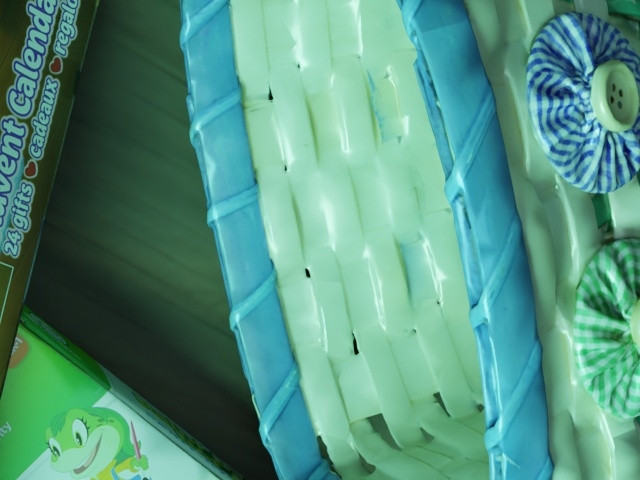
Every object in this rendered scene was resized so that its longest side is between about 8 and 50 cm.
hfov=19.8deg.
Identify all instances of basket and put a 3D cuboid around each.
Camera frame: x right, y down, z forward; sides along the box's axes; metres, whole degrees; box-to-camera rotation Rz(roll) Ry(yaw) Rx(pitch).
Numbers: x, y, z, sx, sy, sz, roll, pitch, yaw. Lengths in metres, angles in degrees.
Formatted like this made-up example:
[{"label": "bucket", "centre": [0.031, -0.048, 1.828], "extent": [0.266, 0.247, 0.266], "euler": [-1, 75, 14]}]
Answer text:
[{"label": "basket", "centre": [0.000, 0.000, 0.622], "extent": [0.289, 0.201, 0.254], "euler": [-18, 100, -20]}]

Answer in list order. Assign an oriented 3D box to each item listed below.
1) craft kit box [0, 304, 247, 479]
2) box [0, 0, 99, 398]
[{"label": "craft kit box", "centre": [-0.111, 0.188, 0.720], "extent": [0.247, 0.061, 0.250], "euler": [41, 89, -18]}, {"label": "box", "centre": [-0.188, 0.015, 0.580], "extent": [0.201, 0.057, 0.293], "euler": [24, 73, -47]}]
